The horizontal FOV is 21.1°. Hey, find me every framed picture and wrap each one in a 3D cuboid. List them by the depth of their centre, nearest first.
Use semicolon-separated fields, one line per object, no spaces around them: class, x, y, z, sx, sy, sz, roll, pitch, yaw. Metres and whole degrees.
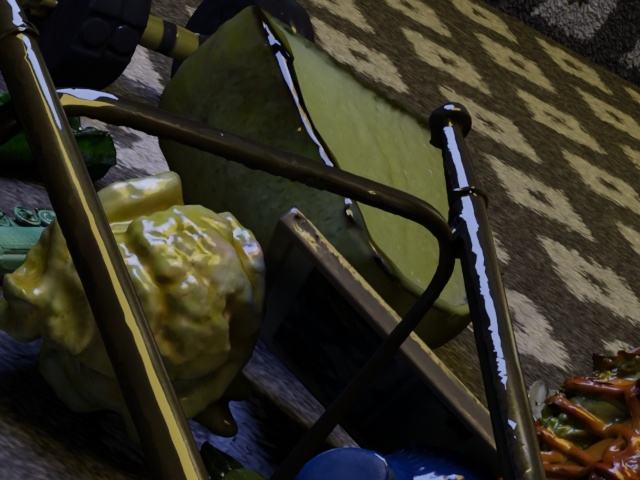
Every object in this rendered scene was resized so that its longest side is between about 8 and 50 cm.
framed picture;0.033;0.099;1.271;0.232;0.024;0.315;47;-14;6

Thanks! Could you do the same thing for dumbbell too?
dumbbell;-0.165;-0.212;1.791;0.388;0.185;0.185;17;25;-37

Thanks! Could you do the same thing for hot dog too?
hot dog;0.255;0.157;1.359;0.117;0.349;0.158;59;2;-42

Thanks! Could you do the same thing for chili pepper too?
chili pepper;-0.272;-0.099;1.537;0.108;0.062;0.216;37;19;31

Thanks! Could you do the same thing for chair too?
chair;-0.066;0.135;0.869;0.362;0.364;0.410;18;28;-38

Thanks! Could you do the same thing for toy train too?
toy train;-0.240;0.003;1.373;0.071;0.038;0.148;45;21;23

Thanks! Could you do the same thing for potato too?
potato;0.000;0.000;1.578;0.330;0.213;0.280;27;36;-46

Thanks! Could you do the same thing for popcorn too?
popcorn;-0.124;0.051;1.226;0.185;0.167;0.187;29;-28;24

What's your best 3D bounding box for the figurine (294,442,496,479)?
figurine;0.081;0.212;1.172;0.164;0.121;0.262;51;-3;20

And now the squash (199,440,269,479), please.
squash;-0.023;0.226;1.131;0.066;0.066;0.252;20;23;-33

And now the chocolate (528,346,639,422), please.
chocolate;0.320;0.174;1.693;0.221;0.147;0.221;26;21;-10
